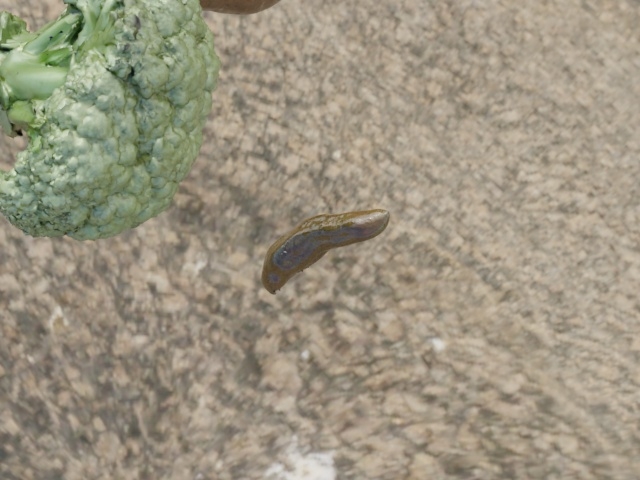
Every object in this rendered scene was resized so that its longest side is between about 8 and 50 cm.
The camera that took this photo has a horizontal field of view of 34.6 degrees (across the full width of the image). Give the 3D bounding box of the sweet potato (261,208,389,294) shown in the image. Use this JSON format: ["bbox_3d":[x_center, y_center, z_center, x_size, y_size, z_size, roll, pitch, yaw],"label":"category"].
[{"bbox_3d":[-0.001,-0.002,1.163,0.053,0.182,0.054,51,30,-19],"label":"sweet potato"}]

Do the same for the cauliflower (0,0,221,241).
[{"bbox_3d":[-0.225,-0.149,0.953,0.250,0.275,0.272,13,103,1],"label":"cauliflower"}]

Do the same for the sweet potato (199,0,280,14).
[{"bbox_3d":[-0.120,-0.399,1.554,0.131,0.131,0.336,33,39,1],"label":"sweet potato"}]
